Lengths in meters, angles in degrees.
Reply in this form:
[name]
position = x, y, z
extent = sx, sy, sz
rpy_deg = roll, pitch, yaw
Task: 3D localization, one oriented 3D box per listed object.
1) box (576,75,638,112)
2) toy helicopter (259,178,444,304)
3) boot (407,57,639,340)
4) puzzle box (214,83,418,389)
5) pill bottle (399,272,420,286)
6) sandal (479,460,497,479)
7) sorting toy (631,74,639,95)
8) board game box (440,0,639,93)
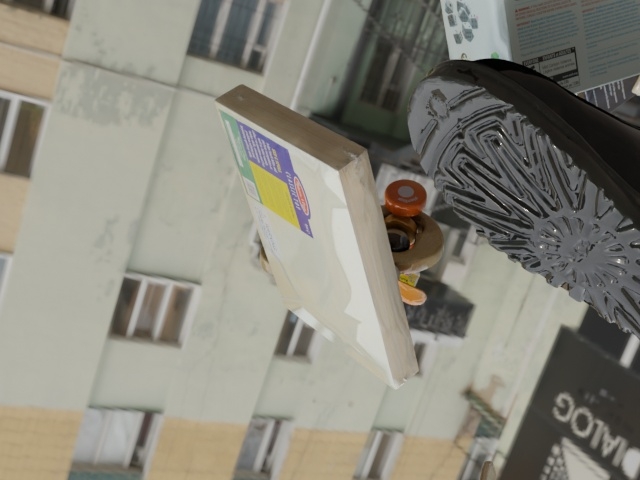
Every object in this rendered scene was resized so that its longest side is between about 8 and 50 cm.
[box]
position = 0.491, -0.324, 1.545
extent = 0.108, 0.207, 0.153
rpy_deg = 52, 176, 43
[toy helicopter]
position = 0.063, 0.025, 1.763
extent = 0.355, 0.140, 0.235
rpy_deg = -8, -133, -7
[boot]
position = 0.259, -0.074, 0.750
extent = 0.348, 0.131, 0.260
rpy_deg = 39, -124, -2
[puzzle box]
position = 0.000, 0.000, 1.285
extent = 0.052, 0.408, 0.272
rpy_deg = -35, -136, -21
[pill bottle]
position = 0.193, 0.086, 2.053
extent = 0.043, 0.083, 0.043
rpy_deg = 24, 177, 2
[sandal]
position = 0.237, 0.361, 1.141
extent = 0.079, 0.088, 0.240
rpy_deg = -10, -160, 20
[sorting toy]
position = 0.528, -0.320, 1.238
extent = 0.089, 0.255, 0.257
rpy_deg = 28, -151, 12
[board game box]
position = 0.211, -0.287, 0.802
extent = 0.224, 0.303, 0.097
rpy_deg = -18, -162, -22
